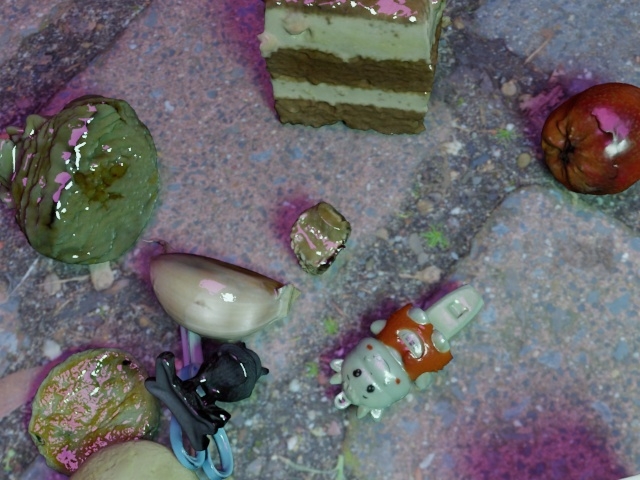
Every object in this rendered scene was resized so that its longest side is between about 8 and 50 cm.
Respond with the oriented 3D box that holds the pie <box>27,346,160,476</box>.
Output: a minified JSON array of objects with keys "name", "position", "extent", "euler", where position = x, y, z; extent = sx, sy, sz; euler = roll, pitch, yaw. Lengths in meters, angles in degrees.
[{"name":"pie","position":[-0.312,0.239,1.172],"extent":[0.187,0.041,0.186],"euler":[-1,65,3]}]

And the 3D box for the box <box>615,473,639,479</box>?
[{"name":"box","position":[0.323,0.327,0.922],"extent":[0.210,0.330,0.095],"euler":[-14,65,-2]}]

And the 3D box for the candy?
[{"name":"candy","position":[0.000,0.000,1.223],"extent":[0.085,0.110,0.095],"euler":[44,86,11]}]

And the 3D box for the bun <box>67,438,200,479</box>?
[{"name":"bun","position":[-0.246,0.360,1.049],"extent":[0.223,0.127,0.222],"euler":[-2,76,6]}]

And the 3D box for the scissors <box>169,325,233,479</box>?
[{"name":"scissors","position":[-0.171,0.199,1.157],"extent":[0.030,0.125,0.256],"euler":[-26,51,15]}]

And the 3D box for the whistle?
[{"name":"whistle","position":[0.120,0.148,1.152],"extent":[0.253,0.106,0.101],"euler":[-35,108,-12]}]

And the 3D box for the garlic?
[{"name":"garlic","position":[-0.177,0.057,1.198],"extent":[0.267,0.148,0.128],"euler":[28,82,14]}]

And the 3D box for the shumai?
[{"name":"shumai","position":[-0.381,-0.100,1.284],"extent":[0.218,0.189,0.255],"euler":[16,82,31]}]

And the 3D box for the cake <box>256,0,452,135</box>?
[{"name":"cake","position":[0.062,-0.338,1.280],"extent":[0.282,0.290,0.255],"euler":[6,67,4]}]

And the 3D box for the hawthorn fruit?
[{"name":"hawthorn fruit","position":[0.417,-0.144,1.234],"extent":[0.174,0.179,0.173],"euler":[0,89,38]}]

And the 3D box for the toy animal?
[{"name":"toy animal","position":[-0.122,0.162,1.102],"extent":[0.121,0.210,0.117],"euler":[46,117,5]}]
